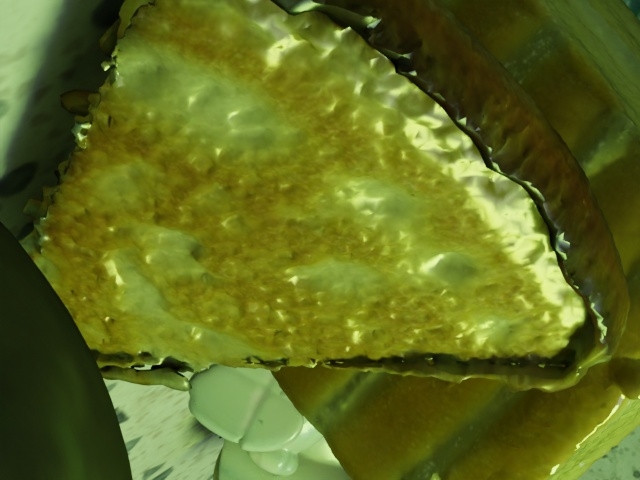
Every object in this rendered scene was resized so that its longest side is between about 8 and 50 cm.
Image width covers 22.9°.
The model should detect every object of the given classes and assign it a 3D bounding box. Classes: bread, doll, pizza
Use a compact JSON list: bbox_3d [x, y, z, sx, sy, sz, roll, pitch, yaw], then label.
[{"bbox_3d":[0.076,0.006,0.767,0.246,0.239,0.111,-45,159,27],"label":"bread"},{"bbox_3d":[-0.029,0.140,1.128,0.208,0.144,0.271,-63,161,11],"label":"doll"},{"bbox_3d":[0.000,0.000,0.654,0.288,0.251,0.074,-48,-163,48],"label":"pizza"}]

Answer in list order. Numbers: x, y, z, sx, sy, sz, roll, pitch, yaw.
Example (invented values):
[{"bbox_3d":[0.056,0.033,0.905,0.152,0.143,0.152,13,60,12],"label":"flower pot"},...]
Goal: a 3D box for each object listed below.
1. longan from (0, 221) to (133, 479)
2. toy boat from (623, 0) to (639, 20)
[{"bbox_3d":[-0.192,0.129,0.451,0.350,0.288,0.288,-61,158,10],"label":"longan"},{"bbox_3d":[0.193,-0.094,0.987,0.262,0.114,0.115,48,62,-72],"label":"toy boat"}]
